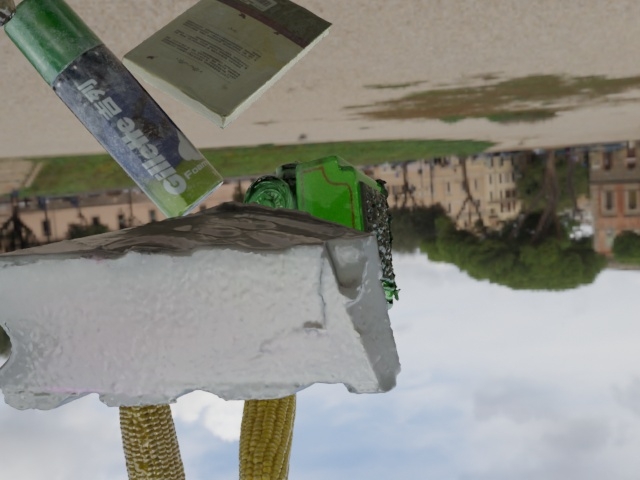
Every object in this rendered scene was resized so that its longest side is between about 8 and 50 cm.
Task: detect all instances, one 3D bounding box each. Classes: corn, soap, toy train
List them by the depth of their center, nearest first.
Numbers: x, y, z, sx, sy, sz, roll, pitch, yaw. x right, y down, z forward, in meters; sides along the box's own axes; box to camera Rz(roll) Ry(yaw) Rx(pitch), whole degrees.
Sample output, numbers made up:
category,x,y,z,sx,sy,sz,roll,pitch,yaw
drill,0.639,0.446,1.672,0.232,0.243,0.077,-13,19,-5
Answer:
category,x,y,z,sx,sy,sz,roll,pitch,yaw
soap,-0.115,0.074,0.689,0.302,0.159,0.257,-20,-155,-38
corn,-0.062,0.222,0.921,0.067,0.067,0.206,-4,-143,3
toy train,0.000,0.000,1.074,0.188,0.243,0.132,-12,164,24
corn,-0.284,0.338,1.293,0.097,0.262,0.097,-7,-174,1

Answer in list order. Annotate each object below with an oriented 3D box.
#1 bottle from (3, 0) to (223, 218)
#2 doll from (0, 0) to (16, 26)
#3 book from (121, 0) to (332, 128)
category,x,y,z,sx,sy,sz,roll,pitch,yaw
bottle,-0.269,-0.173,1.012,0.093,0.330,0.093,-41,-174,5
doll,-0.389,-0.209,0.712,0.286,0.091,0.203,21,153,11
book,-0.137,-0.305,1.198,0.201,0.026,0.289,33,-124,14
